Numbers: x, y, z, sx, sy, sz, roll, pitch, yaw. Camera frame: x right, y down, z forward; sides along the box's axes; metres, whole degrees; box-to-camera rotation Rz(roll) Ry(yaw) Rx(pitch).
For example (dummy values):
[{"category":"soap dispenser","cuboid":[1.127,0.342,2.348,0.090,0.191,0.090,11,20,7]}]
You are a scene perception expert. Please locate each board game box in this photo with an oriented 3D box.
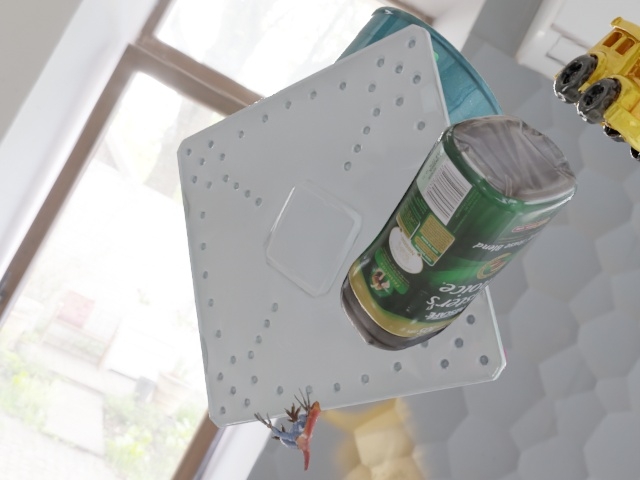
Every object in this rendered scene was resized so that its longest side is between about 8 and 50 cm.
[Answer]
[{"category":"board game box","cuboid":[0.000,0.000,0.800,0.390,0.390,0.050,-19,-17,31]}]

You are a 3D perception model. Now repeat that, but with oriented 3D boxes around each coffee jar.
[{"category":"coffee jar","cuboid":[0.087,0.003,0.472,0.096,0.184,0.079,-16,61,-36]}]

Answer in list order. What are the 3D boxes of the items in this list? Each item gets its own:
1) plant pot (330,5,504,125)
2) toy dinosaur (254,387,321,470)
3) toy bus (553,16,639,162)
[{"category":"plant pot","cuboid":[0.087,-0.151,0.988,0.271,0.255,0.271,44,-2,2]},{"category":"toy dinosaur","cuboid":[-0.012,0.158,0.561,0.090,0.047,0.082,49,-20,-15]},{"category":"toy bus","cuboid":[0.481,-0.243,0.975,0.149,0.211,0.220,32,25,-19]}]
